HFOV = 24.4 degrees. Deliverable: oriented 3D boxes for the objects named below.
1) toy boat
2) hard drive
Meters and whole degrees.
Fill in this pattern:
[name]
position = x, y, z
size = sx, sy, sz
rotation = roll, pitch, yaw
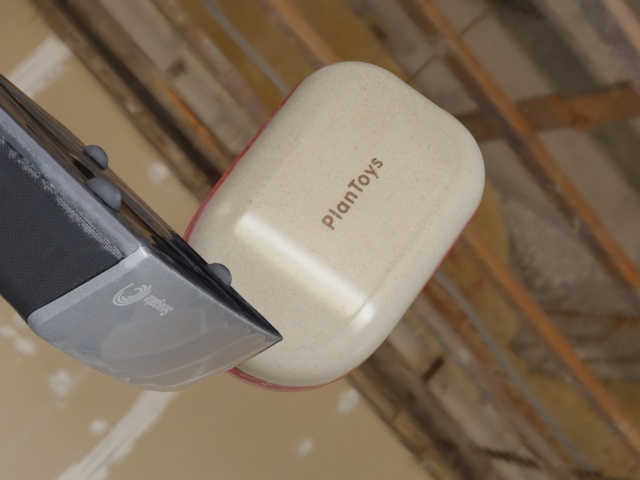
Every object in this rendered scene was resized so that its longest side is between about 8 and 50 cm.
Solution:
[toy boat]
position = 0.000, 0.000, 1.012
size = 0.151, 0.231, 0.151
rotation = 36, -21, 3
[hard drive]
position = -0.102, -0.011, 0.584
size = 0.172, 0.054, 0.255
rotation = 43, -2, 12
